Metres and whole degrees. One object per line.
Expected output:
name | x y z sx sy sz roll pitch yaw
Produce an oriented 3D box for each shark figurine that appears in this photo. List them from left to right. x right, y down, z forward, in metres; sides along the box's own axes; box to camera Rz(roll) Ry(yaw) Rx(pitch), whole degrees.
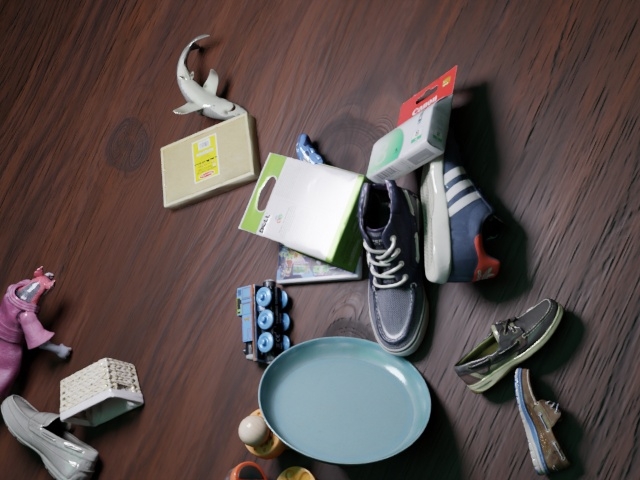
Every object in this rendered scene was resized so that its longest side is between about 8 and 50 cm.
shark figurine | -0.310 -0.376 1.959 0.166 0.116 0.278 -23 69 -14

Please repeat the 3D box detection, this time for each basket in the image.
basket | -0.514 0.354 1.842 0.167 0.113 0.103 -27 59 21

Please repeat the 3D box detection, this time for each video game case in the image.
video game case | 0.000 0.000 1.701 0.201 0.023 0.183 -5 72 28

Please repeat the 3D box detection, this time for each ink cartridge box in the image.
ink cartridge box | -0.021 -0.065 1.662 0.255 0.097 0.188 19 85 34
ink cartridge box | 0.183 -0.236 1.567 0.181 0.056 0.224 -29 41 50

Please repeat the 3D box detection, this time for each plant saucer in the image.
plant saucer | 0.044 0.299 1.461 0.318 0.318 0.043 30 133 34

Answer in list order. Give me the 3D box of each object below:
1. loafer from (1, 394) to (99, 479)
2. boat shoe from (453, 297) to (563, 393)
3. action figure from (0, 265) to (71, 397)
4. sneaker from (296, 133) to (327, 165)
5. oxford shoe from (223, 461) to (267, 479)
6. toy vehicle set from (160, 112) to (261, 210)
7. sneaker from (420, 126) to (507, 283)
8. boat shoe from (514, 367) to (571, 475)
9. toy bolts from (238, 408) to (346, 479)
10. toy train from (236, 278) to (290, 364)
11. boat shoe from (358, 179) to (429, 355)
loafer | -0.646 0.461 1.893 0.319 0.112 0.111 33 88 26
boat shoe | 0.332 0.179 1.404 0.223 0.073 0.080 -46 14 14
action figure | -0.780 0.206 1.963 0.248 0.276 0.370 48 115 38
sneaker | -0.013 -0.173 1.745 0.059 0.053 0.144 -21 74 25
oxford shoe | -0.134 0.586 1.573 0.098 0.097 0.271 -39 56 45
toy vehicle set | -0.269 -0.188 1.908 0.267 0.035 0.166 -17 67 25
sneaker | 0.276 -0.070 1.515 0.148 0.131 0.350 4 61 -2
boat shoe | 0.384 0.306 1.360 0.066 0.066 0.183 -17 77 20
toy bolts | -0.041 0.417 1.513 0.228 0.158 0.218 -18 67 25
toy train | -0.124 0.177 1.689 0.105 0.080 0.184 -16 70 36
boat shoe | 0.127 0.045 1.526 0.127 0.158 0.340 -10 70 25
